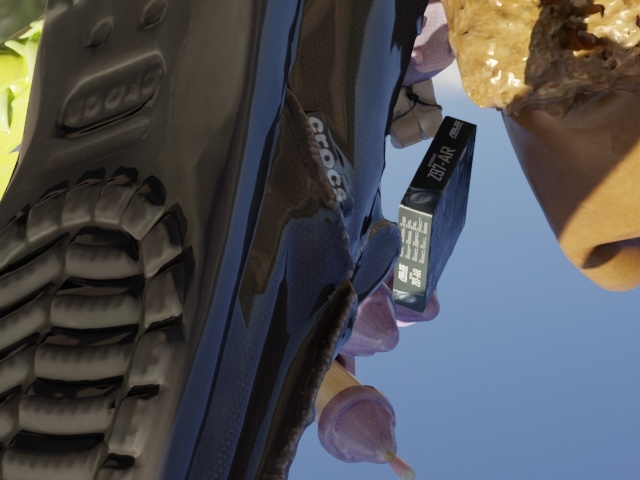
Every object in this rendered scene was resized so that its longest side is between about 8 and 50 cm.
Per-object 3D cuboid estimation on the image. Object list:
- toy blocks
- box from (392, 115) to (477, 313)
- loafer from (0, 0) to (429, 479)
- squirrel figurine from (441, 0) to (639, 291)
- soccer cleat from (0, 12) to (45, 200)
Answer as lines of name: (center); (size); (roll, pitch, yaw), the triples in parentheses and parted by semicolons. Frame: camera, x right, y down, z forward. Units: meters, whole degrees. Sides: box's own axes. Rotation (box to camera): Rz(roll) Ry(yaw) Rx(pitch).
toy blocks: (0.000, 0.000, 1.149); (0.309, 0.288, 0.260); (-19, -155, -20)
box: (0.059, -0.013, 0.895); (0.018, 0.083, 0.067); (19, -125, 14)
loafer: (-0.029, 0.019, 0.528); (0.134, 0.130, 0.366); (-6, -120, 45)
squirrel figurine: (0.280, -0.177, 1.101); (0.370, 0.281, 0.397); (-18, 161, 19)
soccer cleat: (-0.158, -0.078, 0.954); (0.289, 0.121, 0.093); (-49, -142, 16)
